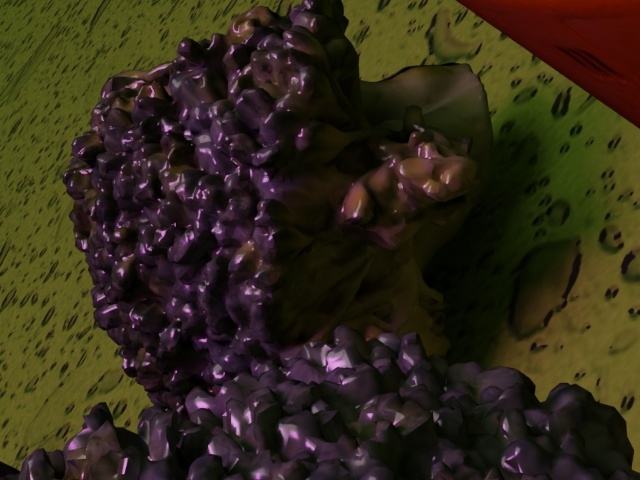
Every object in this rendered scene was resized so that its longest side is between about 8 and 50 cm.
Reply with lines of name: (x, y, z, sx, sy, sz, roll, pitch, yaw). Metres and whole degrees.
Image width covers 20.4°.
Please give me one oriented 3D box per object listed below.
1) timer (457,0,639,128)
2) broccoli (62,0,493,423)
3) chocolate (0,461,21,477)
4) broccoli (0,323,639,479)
timer: (0.159, -0.102, 0.644, 0.250, 0.257, 0.161, 4, 66, 60)
broccoli: (0.000, 0.000, 0.922, 0.245, 0.248, 0.288, -21, 4, -18)
chocolate: (-0.250, 0.226, 0.831, 0.383, 0.331, 0.384, -39, 24, 21)
broccoli: (0.024, 0.174, 0.486, 0.277, 0.338, 0.317, -33, -11, -30)
